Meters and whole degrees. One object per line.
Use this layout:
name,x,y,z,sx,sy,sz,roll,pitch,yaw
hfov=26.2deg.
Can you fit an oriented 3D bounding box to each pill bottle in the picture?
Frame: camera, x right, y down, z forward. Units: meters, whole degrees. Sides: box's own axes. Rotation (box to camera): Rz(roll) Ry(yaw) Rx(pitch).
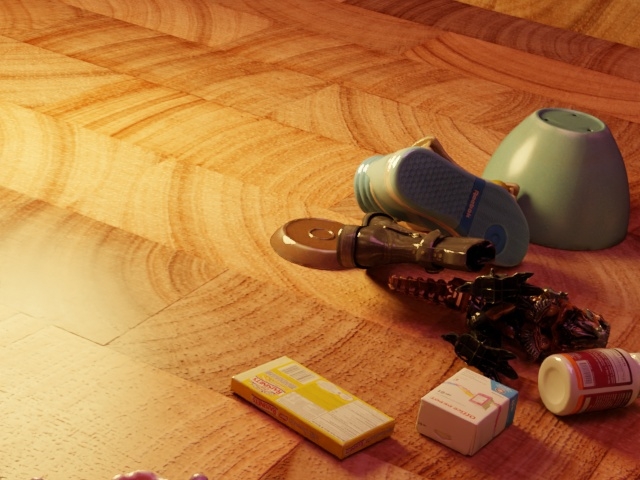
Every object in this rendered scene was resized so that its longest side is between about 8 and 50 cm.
pill bottle,0.388,0.195,1.924,0.152,0.086,0.086,-3,26,-25

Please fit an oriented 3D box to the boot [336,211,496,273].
boot,0.163,0.015,2.162,0.229,0.091,0.263,5,9,18

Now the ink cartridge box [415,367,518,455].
ink cartridge box,0.195,0.227,1.831,0.088,0.052,0.122,22,29,28

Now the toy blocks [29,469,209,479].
toy blocks,-0.118,0.311,1.285,0.309,0.260,0.288,-6,27,-29

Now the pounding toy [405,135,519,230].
pounding toy,0.220,-0.108,2.457,0.269,0.154,0.155,13,24,8

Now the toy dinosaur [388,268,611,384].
toy dinosaur,0.265,0.116,2.046,0.321,0.164,0.218,-6,6,13

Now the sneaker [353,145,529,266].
sneaker,0.195,-0.059,2.340,0.319,0.127,0.208,35,-16,-28

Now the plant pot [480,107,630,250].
plant pot,0.441,-0.131,2.533,0.290,0.195,0.290,8,24,-3

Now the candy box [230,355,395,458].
candy box,-0.012,0.217,1.815,0.206,0.027,0.105,27,32,36

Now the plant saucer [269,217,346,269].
plant saucer,0.000,0.000,2.300,0.168,0.029,0.168,6,25,-3
